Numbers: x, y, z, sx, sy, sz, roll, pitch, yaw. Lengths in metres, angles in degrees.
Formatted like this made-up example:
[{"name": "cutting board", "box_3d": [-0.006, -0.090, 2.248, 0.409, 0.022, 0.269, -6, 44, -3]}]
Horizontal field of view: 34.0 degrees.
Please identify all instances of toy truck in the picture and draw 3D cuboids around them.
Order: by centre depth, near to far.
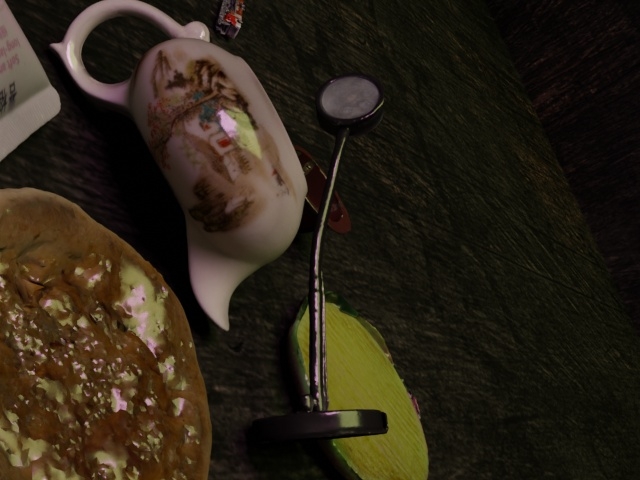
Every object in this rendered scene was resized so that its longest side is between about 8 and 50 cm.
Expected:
[{"name": "toy truck", "box_3d": [-0.106, -0.262, 1.226, 0.032, 0.024, 0.083, 26, 34, -19]}]

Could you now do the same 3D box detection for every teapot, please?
[{"name": "teapot", "box_3d": [-0.105, -0.078, 0.893, 0.298, 0.139, 0.204, 61, -4, 7]}]

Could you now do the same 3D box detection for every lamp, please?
[{"name": "lamp", "box_3d": [0.007, 0.022, 0.955, 0.108, 0.130, 0.371, 72, 14, -56]}]

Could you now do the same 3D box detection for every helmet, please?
[{"name": "helmet", "box_3d": [-0.023, -0.040, 1.106, 0.111, 0.057, 0.089, 59, 20, 7]}]

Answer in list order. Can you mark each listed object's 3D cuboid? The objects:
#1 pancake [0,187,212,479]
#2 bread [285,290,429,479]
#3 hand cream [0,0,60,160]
[{"name": "pancake", "box_3d": [-0.161, 0.092, 0.695, 0.282, 0.049, 0.282, 42, 33, -36]}, {"name": "bread", "box_3d": [0.035, 0.155, 1.037, 0.228, 0.034, 0.228, 47, 26, -32]}, {"name": "hand cream", "box_3d": [-0.303, -0.209, 0.687, 0.358, 0.118, 0.185, 61, 20, -19]}]
